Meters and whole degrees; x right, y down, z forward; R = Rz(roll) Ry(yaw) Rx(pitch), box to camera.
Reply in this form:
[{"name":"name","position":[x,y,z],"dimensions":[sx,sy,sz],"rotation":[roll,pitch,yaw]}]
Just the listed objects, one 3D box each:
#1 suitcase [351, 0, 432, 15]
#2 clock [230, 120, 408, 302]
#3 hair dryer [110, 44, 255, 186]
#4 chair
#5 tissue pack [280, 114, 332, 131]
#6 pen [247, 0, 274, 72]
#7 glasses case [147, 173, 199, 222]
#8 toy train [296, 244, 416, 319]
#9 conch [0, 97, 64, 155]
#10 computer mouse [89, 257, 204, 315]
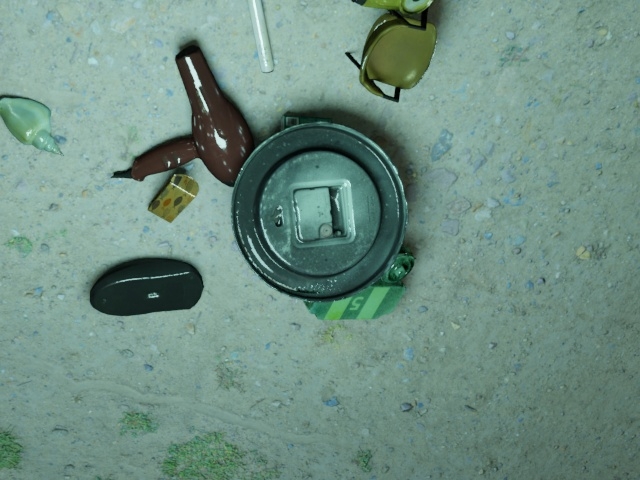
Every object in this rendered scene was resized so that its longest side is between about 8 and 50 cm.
[{"name":"suitcase","position":[0.150,-0.533,1.591],"dimensions":[0.234,0.143,0.194],"rotation":[-5,144,-35]},{"name":"clock","position":[-0.005,-0.059,1.804],"dimensions":[0.386,0.076,0.386],"rotation":[0,92,-12]},{"name":"hair dryer","position":[-0.330,-0.228,1.823],"dimensions":[0.340,0.123,0.313],"rotation":[-17,120,15]},{"name":"chair","position":[0.142,-0.384,1.693],"dimensions":[0.172,0.247,0.159],"rotation":[10,121,-16]},{"name":"tissue pack","position":[-0.034,-0.229,1.873],"dimensions":[0.111,0.079,0.085],"rotation":[1,87,-11]},{"name":"pen","position":[-0.131,-0.470,1.724],"dimensions":[0.033,0.033,0.269],"rotation":[-11,124,-1]},{"name":"glasses case","position":[-0.328,-0.096,1.879],"dimensions":[0.064,0.041,0.170],"rotation":[30,150,-16]},{"name":"toy train","position":[0.081,0.069,2.008],"dimensions":[0.299,0.167,0.238],"rotation":[5,127,-36]},{"name":"conch","position":[-0.610,-0.242,1.778],"dimensions":[0.180,0.065,0.088],"rotation":[41,111,-19]},{"name":"computer mouse","position":[-0.417,0.106,2.022],"dimensions":[0.269,0.086,0.138],"rotation":[-5,132,-15]}]
